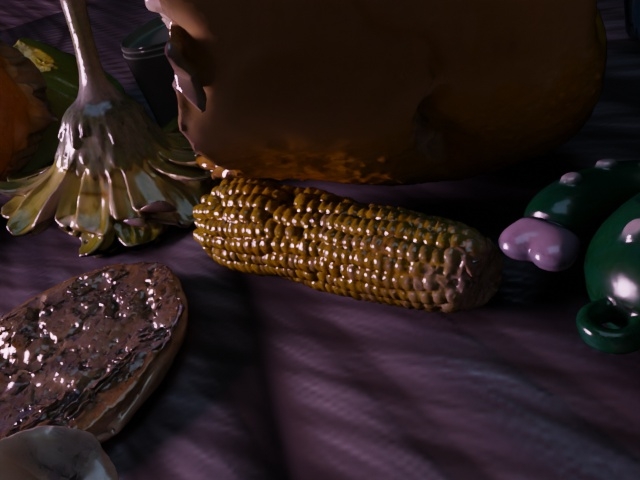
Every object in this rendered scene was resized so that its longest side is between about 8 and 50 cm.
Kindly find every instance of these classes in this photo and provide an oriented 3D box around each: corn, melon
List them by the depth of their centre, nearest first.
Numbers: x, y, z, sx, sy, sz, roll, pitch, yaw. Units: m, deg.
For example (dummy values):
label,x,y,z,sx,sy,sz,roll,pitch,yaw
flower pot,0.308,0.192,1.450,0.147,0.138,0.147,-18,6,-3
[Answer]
label,x,y,z,sx,sy,sz,roll,pitch,yaw
corn,0.000,0.000,0.532,0.320,0.096,0.097,12,46,37
melon,-0.496,-0.247,1.053,0.331,0.226,0.343,-26,20,13

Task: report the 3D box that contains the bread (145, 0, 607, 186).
label,x,y,z,sx,sy,sz,roll,pitch,yaw
bread,0.043,-0.168,0.542,0.395,0.250,0.361,4,16,-14

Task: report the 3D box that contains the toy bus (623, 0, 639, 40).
label,x,y,z,sx,sy,sz,roll,pitch,yaw
toy bus,0.486,-0.289,0.631,0.272,0.133,0.164,-13,39,17

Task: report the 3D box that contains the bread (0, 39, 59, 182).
label,x,y,z,sx,sy,sz,roll,pitch,yaw
bread,-0.561,-0.132,0.825,0.389,0.236,0.183,-40,13,12

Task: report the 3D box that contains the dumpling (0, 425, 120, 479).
label,x,y,z,sx,sy,sz,roll,pitch,yaw
dumpling,-0.200,0.208,0.319,0.132,0.162,0.250,-43,4,40

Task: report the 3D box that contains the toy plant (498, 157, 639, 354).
label,x,y,z,sx,sy,sz,roll,pitch,yaw
toy plant,0.251,0.006,0.364,0.244,0.112,0.232,-14,29,1

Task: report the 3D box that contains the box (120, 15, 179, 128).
label,x,y,z,sx,sy,sz,roll,pitch,yaw
box,-0.203,-0.304,1.016,0.226,0.149,0.226,-14,35,10

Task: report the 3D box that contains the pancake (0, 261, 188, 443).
label,x,y,z,sx,sy,sz,roll,pitch,yaw
pancake,-0.254,0.112,0.551,0.283,0.048,0.282,-14,34,10

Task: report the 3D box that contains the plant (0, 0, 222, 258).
label,x,y,z,sx,sy,sz,roll,pitch,yaw
plant,-0.241,-0.110,0.740,0.306,0.297,0.261,-22,62,-29
